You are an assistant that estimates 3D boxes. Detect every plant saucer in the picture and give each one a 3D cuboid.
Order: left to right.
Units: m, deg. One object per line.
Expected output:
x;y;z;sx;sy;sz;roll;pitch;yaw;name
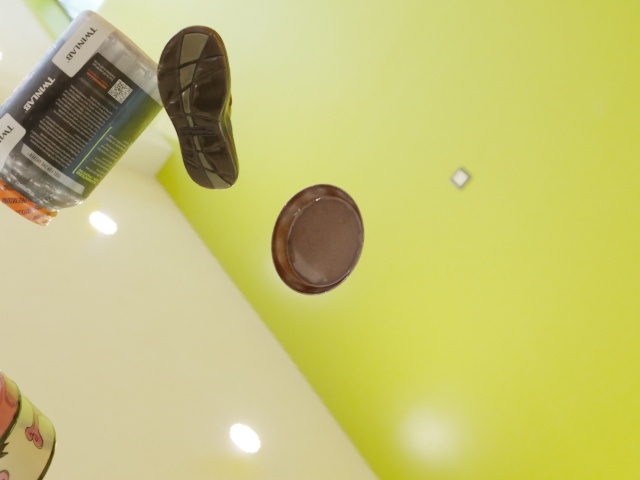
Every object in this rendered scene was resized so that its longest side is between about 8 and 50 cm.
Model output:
0.000;0.000;1.331;0.168;0.168;0.029;49;-162;31;plant saucer

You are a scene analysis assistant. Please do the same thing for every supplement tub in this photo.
-0.423;-0.203;1.518;0.207;0.338;0.207;40;179;1;supplement tub

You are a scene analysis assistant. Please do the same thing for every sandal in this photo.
-0.133;-0.158;1.058;0.090;0.219;0.060;2;-138;15;sandal

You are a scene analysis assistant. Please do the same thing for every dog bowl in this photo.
-0.666;0.356;1.498;0.408;0.408;0.150;-108;2;-62;dog bowl
